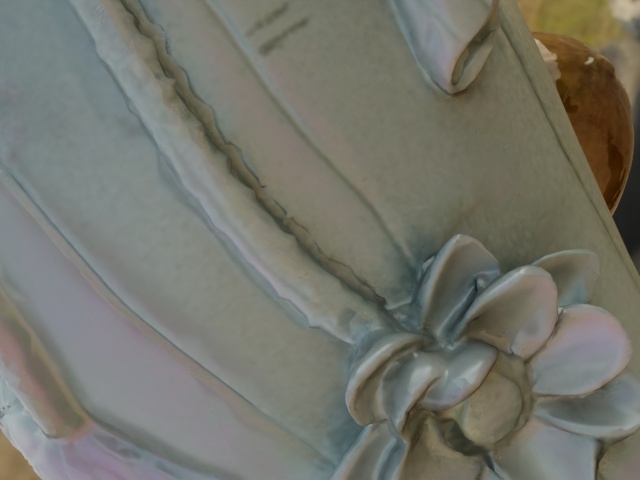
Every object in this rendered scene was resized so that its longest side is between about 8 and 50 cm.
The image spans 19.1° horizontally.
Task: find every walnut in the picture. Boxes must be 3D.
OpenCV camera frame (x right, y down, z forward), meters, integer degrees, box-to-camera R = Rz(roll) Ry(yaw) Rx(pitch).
[{"bbox_3d":[0.080,-0.018,0.962,0.207,0.116,0.116,-58,16,32],"label":"walnut"}]

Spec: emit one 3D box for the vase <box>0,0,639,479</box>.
[{"bbox_3d":[0.000,0.000,0.621,0.250,0.445,0.250,-42,-5,-4],"label":"vase"}]
